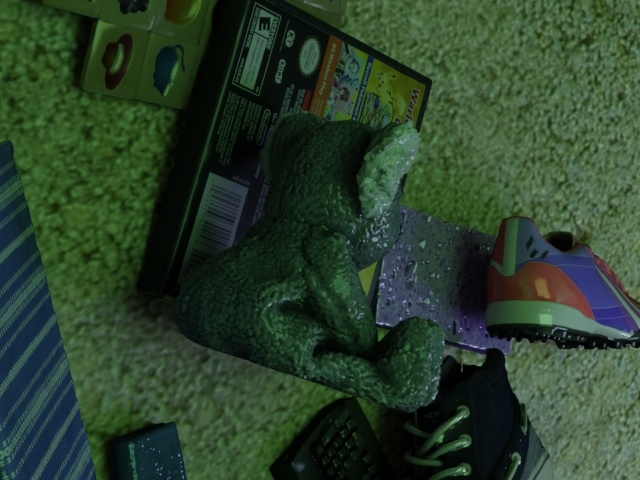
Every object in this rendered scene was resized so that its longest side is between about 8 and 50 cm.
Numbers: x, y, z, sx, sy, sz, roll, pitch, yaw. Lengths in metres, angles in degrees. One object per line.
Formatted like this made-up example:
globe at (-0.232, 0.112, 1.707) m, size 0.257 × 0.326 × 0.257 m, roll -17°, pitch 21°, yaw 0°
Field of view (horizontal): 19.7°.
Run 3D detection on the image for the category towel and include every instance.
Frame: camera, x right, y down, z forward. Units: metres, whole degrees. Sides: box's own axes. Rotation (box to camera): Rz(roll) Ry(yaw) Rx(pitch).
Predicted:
towel at (-0.138, 0.211, 1.507) m, size 0.067 × 0.029 × 0.119 m, roll -17°, pitch 103°, yaw -46°
towel at (-0.220, 0.108, 1.317) m, size 0.243 × 0.040 × 0.336 m, roll -84°, pitch 162°, yaw -78°

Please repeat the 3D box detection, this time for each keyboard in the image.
keyboard at (0.037, 0.316, 1.696) m, size 0.201 × 0.033 × 0.317 m, roll -46°, pitch 121°, yaw -37°

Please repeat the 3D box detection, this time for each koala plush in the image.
koala plush at (0.000, 0.000, 1.484) m, size 0.203 × 0.196 × 0.221 m, roll 21°, pitch 86°, yaw -35°

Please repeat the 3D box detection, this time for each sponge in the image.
sponge at (0.117, 0.040, 1.782) m, size 0.210 × 0.031 × 0.117 m, roll 16°, pitch 78°, yaw -46°

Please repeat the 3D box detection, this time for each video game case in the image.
video game case at (-0.024, -0.052, 1.604) m, size 0.248 × 0.035 × 0.275 m, roll 22°, pitch 81°, yaw -45°

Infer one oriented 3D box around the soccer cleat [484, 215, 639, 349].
soccer cleat at (0.262, 0.050, 1.860) m, size 0.318 × 0.109 × 0.116 m, roll 12°, pitch 77°, yaw -57°

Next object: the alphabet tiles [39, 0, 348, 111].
alphabet tiles at (-0.085, -0.247, 1.531) m, size 0.342 × 0.011 × 0.285 m, roll 8°, pitch 97°, yaw -49°

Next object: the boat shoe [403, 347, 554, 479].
boat shoe at (0.108, 0.227, 1.688) m, size 0.158 × 0.127 × 0.340 m, roll 68°, pitch 28°, yaw -14°
